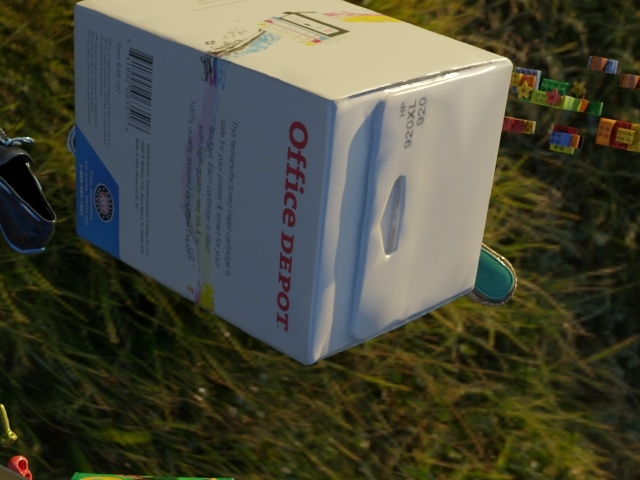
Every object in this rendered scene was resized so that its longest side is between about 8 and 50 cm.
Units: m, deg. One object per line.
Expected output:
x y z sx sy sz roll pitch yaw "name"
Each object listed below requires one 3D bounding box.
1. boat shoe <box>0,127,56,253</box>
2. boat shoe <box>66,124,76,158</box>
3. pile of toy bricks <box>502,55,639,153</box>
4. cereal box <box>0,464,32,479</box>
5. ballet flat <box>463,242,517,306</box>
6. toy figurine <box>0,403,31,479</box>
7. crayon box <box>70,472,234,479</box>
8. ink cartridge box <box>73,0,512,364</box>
-0.453 -0.106 1.907 0.258 0.089 0.109 55 36 10 "boat shoe"
-0.177 -0.079 1.077 0.063 0.184 0.066 13 105 -25 "boat shoe"
0.284 -0.163 1.525 0.105 0.212 0.118 -2 104 -56 "pile of toy bricks"
-0.246 0.250 0.789 0.173 0.047 0.240 32 70 -16 "cereal box"
0.113 -0.003 1.351 0.206 0.067 0.073 44 77 3 "ballet flat"
-0.518 0.353 1.706 0.217 0.191 0.363 -12 82 -51 "toy figurine"
-0.172 0.376 1.292 0.165 0.081 0.279 2 102 0 "crayon box"
-0.025 -0.058 0.844 0.168 0.232 0.171 -20 126 -42 "ink cartridge box"
